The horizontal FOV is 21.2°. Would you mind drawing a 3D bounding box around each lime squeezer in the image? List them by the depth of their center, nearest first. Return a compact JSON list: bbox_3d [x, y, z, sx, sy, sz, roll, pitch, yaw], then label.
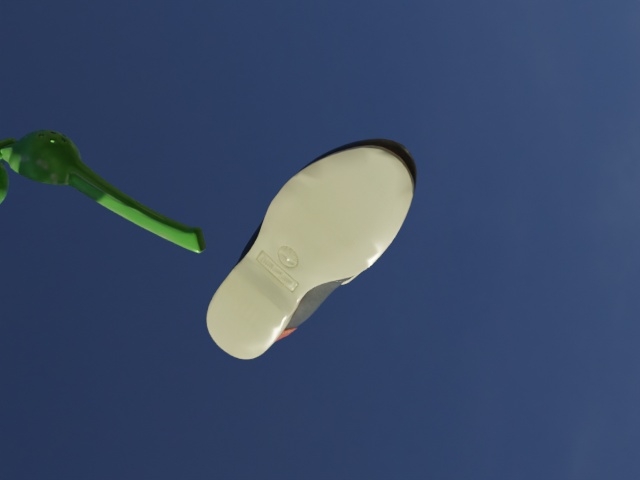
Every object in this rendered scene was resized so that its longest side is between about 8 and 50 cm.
[{"bbox_3d":[-0.238,-0.030,1.349,0.059,0.310,0.110,-61,-43,-54],"label":"lime squeezer"}]

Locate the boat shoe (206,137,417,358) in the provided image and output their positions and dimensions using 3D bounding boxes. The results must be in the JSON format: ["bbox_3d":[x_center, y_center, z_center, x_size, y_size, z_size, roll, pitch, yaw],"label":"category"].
[{"bbox_3d":[0.000,0.000,0.717,0.049,0.137,0.043,46,-139,6],"label":"boat shoe"}]
